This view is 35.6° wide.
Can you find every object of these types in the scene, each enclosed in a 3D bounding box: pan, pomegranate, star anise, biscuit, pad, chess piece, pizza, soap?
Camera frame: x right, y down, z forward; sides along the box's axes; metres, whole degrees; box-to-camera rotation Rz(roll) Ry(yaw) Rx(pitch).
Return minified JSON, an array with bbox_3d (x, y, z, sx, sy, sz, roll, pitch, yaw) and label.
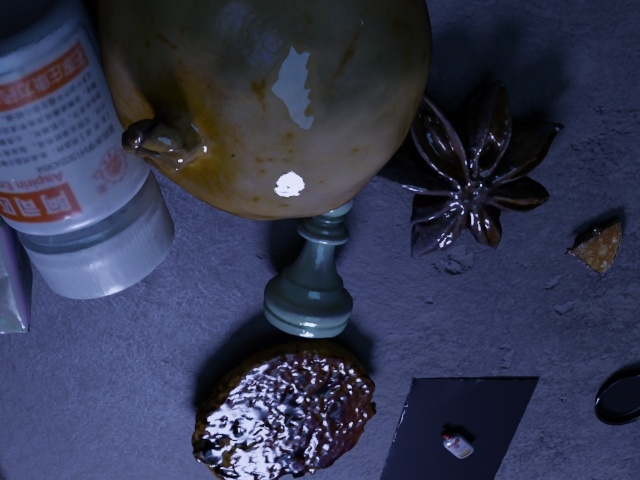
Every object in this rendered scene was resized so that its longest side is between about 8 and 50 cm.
[{"bbox_3d":[0.604,0.263,1.873,0.136,0.028,0.235,12,127,-22],"label":"pan"},{"bbox_3d":[-0.073,-0.205,1.133,0.411,0.411,0.412,-6,128,-8],"label":"pomegranate"},{"bbox_3d":[0.204,-0.090,1.464,0.315,0.108,0.315,-6,132,-7],"label":"star anise"},{"bbox_3d":[-0.063,0.297,1.722,0.334,0.081,0.289,-43,124,15],"label":"biscuit"},{"bbox_3d":[0.251,0.395,1.915,0.247,0.007,0.368,2,127,-14],"label":"pad"},{"bbox_3d":[0.000,0.000,1.493,0.139,0.139,0.272,5,114,-16],"label":"chess piece"},{"bbox_3d":[0.462,0.001,1.643,0.100,0.029,0.099,24,111,-30],"label":"pizza"},{"bbox_3d":[-0.505,0.029,1.376,0.182,0.138,0.199,-6,128,-7],"label":"soap"}]

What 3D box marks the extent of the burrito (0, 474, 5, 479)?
[{"bbox_3d":[-0.703,0.541,1.758,0.445,0.101,0.139,-40,130,16],"label":"burrito"}]

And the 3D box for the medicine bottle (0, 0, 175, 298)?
[{"bbox_3d":[-0.332,-0.122,1.251,0.211,0.211,0.371,-17,129,1],"label":"medicine bottle"}]

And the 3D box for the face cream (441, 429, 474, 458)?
[{"bbox_3d":[0.255,0.383,1.888,0.040,0.021,0.083,-37,126,15],"label":"face cream"}]
